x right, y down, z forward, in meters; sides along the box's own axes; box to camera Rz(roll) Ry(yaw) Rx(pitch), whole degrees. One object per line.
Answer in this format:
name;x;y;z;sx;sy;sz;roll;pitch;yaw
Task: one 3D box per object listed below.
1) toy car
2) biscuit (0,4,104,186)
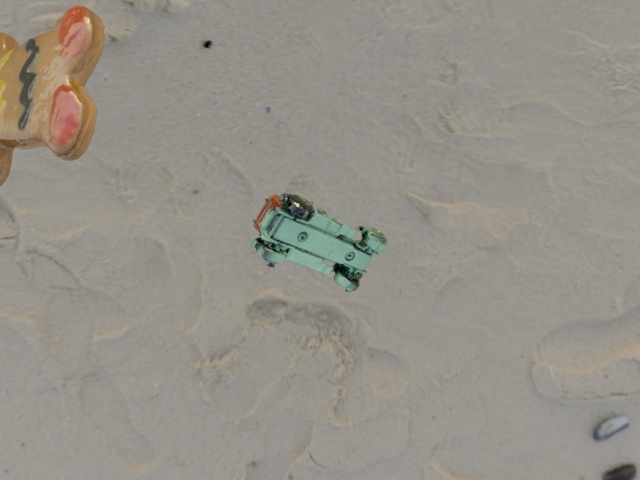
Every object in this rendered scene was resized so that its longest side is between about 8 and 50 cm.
toy car;0.000;0.000;0.676;0.143;0.054;0.073;20;108;-35
biscuit;-0.315;-0.133;0.640;0.249;0.036;0.166;-6;76;28
